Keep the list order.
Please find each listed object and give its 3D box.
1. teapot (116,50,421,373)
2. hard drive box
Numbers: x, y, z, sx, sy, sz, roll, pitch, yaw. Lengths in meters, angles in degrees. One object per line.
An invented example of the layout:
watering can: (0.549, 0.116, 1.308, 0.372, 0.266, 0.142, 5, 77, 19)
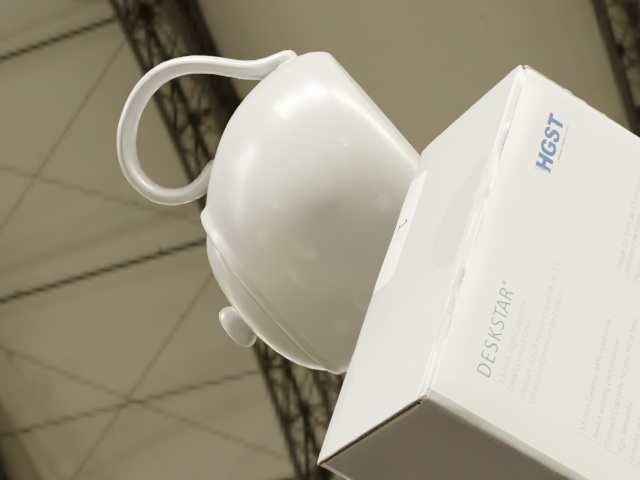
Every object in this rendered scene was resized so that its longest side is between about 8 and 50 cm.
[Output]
teapot: (0.000, 0.000, 1.035, 0.187, 0.256, 0.252, -40, -48, 6)
hard drive box: (0.139, 0.062, 0.638, 0.232, 0.181, 0.089, 31, -36, -13)
